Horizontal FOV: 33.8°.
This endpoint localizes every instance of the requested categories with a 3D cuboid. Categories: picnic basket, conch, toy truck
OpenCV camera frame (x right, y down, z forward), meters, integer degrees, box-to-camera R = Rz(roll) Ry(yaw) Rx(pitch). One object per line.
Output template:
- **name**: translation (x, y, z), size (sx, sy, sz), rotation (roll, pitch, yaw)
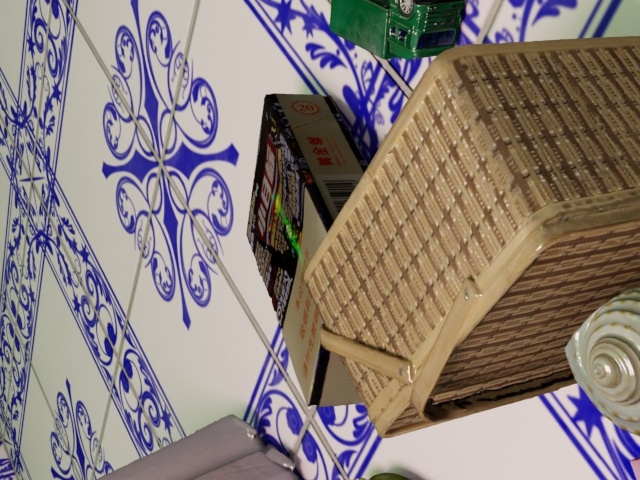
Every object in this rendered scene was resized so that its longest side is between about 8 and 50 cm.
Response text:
- **picnic basket**: translation (0.152, 0.014, 0.821), size (0.175, 0.228, 0.313), rotation (64, 146, 26)
- **conch**: translation (0.242, 0.093, 0.745), size (0.135, 0.153, 0.102), rotation (-20, 54, 53)
- **toy truck**: translation (0.073, -0.223, 1.023), size (0.147, 0.065, 0.079), rotation (37, 133, 48)

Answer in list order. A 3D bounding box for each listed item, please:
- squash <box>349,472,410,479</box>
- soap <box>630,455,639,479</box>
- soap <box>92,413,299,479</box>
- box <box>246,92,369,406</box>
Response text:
- **squash**: translation (0.126, 0.326, 1.122), size (0.318, 0.071, 0.080), rotation (32, 107, 47)
- **soap**: translation (0.294, 0.163, 0.758), size (0.149, 0.100, 0.056), rotation (-42, 65, 56)
- **soap**: translation (-0.188, 0.464, 1.340), size (0.350, 0.435, 0.212), rotation (38, 137, 42)
- **box**: translation (0.000, 0.000, 1.123), size (0.310, 0.084, 0.198), rotation (-114, 27, -51)
